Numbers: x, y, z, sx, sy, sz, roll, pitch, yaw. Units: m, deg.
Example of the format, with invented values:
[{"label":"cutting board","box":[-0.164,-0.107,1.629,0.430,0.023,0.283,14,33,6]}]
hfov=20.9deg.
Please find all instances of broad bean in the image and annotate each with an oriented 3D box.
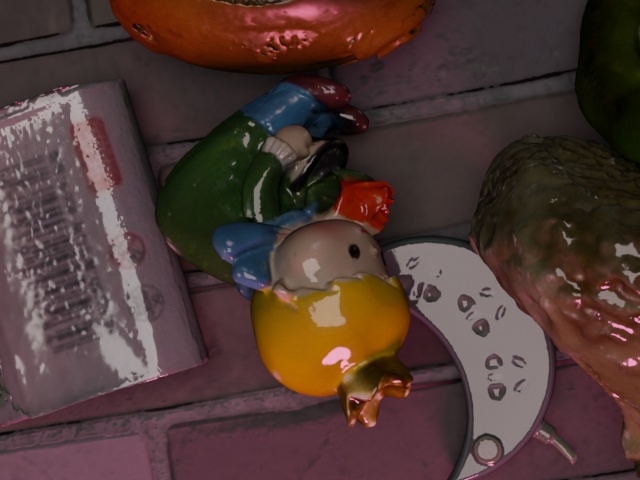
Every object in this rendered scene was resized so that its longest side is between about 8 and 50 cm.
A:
[{"label":"broad bean","box":[0.235,-0.143,1.208,0.049,0.292,0.144,33,120,-32]}]

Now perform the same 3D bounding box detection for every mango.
[{"label":"mango","box":[-0.036,-0.193,1.261,0.248,0.151,0.156,2,49,-1]}]

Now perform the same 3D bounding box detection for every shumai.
[{"label":"shumai","box":[0.209,0.050,1.207,0.260,0.225,0.222,24,111,22]}]

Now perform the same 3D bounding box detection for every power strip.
[{"label":"power strip","box":[0.110,0.087,1.287,0.137,0.044,0.216,-35,85,4]}]

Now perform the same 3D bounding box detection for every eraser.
[{"label":"eraser","box":[-0.198,0.009,1.306,0.174,0.081,0.227,-17,88,10]}]

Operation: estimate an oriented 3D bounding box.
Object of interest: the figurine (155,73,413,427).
[{"label":"figurine","box":[0.007,0.004,1.231,0.185,0.127,0.234,-40,57,-11]}]
